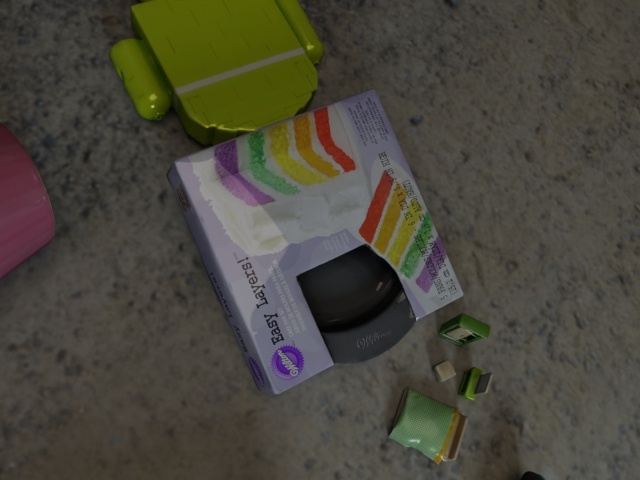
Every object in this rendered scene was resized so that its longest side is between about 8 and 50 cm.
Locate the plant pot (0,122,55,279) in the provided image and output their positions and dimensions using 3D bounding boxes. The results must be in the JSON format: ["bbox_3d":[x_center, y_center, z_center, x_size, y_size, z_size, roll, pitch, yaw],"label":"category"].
[{"bbox_3d":[-0.350,-0.018,0.551,0.180,0.201,0.201,-33,83,-38],"label":"plant pot"}]

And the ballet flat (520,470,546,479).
[{"bbox_3d":[0.214,0.345,0.640,0.074,0.074,0.203,-1,75,-16],"label":"ballet flat"}]

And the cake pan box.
[{"bbox_3d":[0.000,0.000,0.676,0.245,0.070,0.267,-23,91,-19],"label":"cake pan box"}]

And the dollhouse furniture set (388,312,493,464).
[{"bbox_3d":[0.140,0.161,0.685,0.076,0.058,0.152,27,67,-5],"label":"dollhouse furniture set"}]

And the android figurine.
[{"bbox_3d":[-0.111,-0.217,0.744,0.248,0.056,0.273,-27,80,-22],"label":"android figurine"}]
